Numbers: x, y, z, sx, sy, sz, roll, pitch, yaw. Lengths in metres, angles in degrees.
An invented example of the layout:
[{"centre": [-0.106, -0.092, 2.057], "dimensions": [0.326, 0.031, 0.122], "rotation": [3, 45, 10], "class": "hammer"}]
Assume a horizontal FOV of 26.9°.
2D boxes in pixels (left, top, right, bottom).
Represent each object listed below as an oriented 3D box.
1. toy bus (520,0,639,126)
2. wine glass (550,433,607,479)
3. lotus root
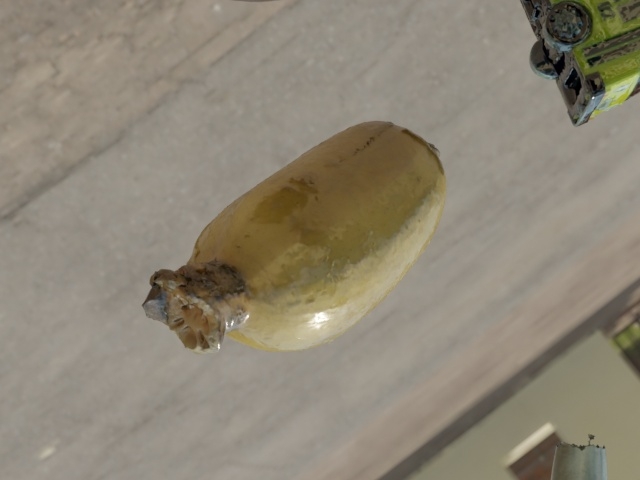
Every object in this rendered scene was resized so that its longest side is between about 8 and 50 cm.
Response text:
[{"centre": [0.281, -0.269, 1.426], "dimensions": [0.150, 0.262, 0.128], "rotation": [-21, 170, -3], "class": "toy bus"}, {"centre": [0.257, 0.327, 1.353], "dimensions": [0.074, 0.262, 0.074], "rotation": [4, 174, 0], "class": "wine glass"}, {"centre": [0.000, 0.003, 1.039], "dimensions": [0.303, 0.131, 0.146], "rotation": [-37, -177, -41], "class": "lotus root"}]
